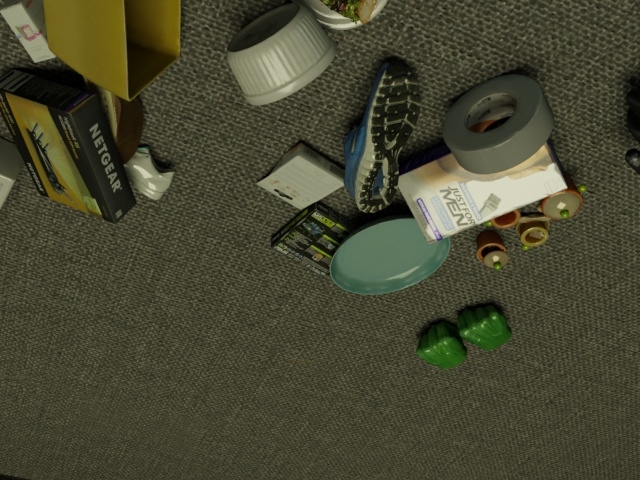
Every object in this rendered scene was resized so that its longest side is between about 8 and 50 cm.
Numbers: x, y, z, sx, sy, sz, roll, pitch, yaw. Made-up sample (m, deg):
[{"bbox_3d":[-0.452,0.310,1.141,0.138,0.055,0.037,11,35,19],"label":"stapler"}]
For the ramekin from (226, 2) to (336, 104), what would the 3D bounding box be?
[{"bbox_3d":[-0.083,-0.366,1.462,0.207,0.207,0.109,-21,123,21],"label":"ramekin"}]

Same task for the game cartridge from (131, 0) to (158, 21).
[{"bbox_3d":[-0.326,-0.451,1.505,0.083,0.017,0.056,33,131,-29],"label":"game cartridge"}]

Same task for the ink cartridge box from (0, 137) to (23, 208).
[{"bbox_3d":[-0.839,-0.132,1.766,0.201,0.117,0.278,25,130,-24],"label":"ink cartridge box"}]

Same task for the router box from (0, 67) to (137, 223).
[{"bbox_3d":[-0.552,-0.200,1.643,0.243,0.081,0.309,19,141,25],"label":"router box"}]

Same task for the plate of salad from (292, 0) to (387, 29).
[{"bbox_3d":[0.037,-0.486,1.443,0.200,0.048,0.200,0,137,0],"label":"plate of salad"}]

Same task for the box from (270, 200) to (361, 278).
[{"bbox_3d":[0.000,0.000,1.951,0.191,0.045,0.184,30,126,-27],"label":"box"}]

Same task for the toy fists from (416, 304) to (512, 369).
[{"bbox_3d":[0.410,0.277,2.203,0.279,0.096,0.142,-29,139,25],"label":"toy fists"}]

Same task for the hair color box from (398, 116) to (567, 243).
[{"bbox_3d":[0.359,-0.145,1.710,0.339,0.110,0.185,-24,106,21],"label":"hair color box"}]

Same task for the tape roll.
[{"bbox_3d":[0.366,-0.242,1.571,0.219,0.219,0.072,-23,130,22],"label":"tape roll"}]

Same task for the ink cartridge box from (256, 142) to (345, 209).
[{"bbox_3d":[-0.045,-0.149,1.813,0.145,0.045,0.179,29,147,-28],"label":"ink cartridge box"}]

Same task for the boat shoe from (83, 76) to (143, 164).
[{"bbox_3d":[-0.448,-0.294,1.619,0.089,0.104,0.285,17,130,16],"label":"boat shoe"}]

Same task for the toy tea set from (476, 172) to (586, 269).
[{"bbox_3d":[0.500,-0.041,1.847,0.200,0.124,0.336,6,136,-6],"label":"toy tea set"}]

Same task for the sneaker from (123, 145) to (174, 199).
[{"bbox_3d":[-0.439,-0.188,1.750,0.212,0.080,0.094,33,104,-21],"label":"sneaker"}]

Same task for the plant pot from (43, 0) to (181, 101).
[{"bbox_3d":[-0.390,-0.417,1.405,0.187,0.212,0.212,17,131,10],"label":"plant pot"}]

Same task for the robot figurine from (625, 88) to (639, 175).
[{"bbox_3d":[0.764,-0.241,1.608,0.278,0.173,0.209,36,143,-31],"label":"robot figurine"}]

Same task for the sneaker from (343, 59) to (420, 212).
[{"bbox_3d":[0.109,-0.233,1.642,0.130,0.147,0.330,-3,120,-34],"label":"sneaker"}]

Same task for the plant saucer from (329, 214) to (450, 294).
[{"bbox_3d":[0.175,0.033,1.945,0.317,0.044,0.317,-9,142,-7],"label":"plant saucer"}]

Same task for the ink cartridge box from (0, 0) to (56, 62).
[{"bbox_3d":[-0.558,-0.426,1.479,0.052,0.088,0.122,-10,135,14],"label":"ink cartridge box"}]
